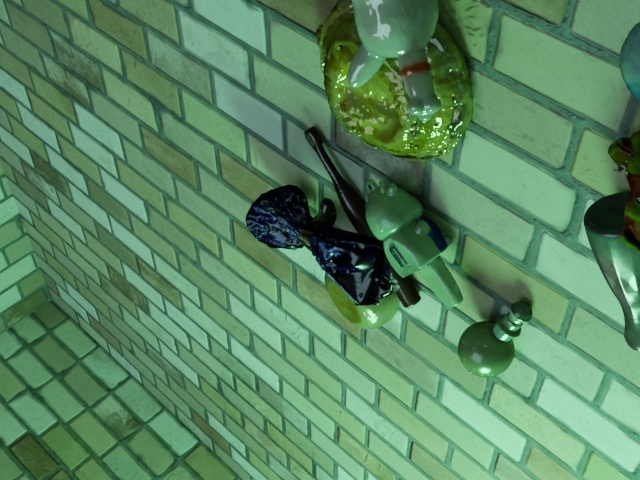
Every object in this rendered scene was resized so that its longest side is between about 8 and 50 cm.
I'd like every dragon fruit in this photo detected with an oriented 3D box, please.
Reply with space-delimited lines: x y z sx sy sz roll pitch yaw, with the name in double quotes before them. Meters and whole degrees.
"dragon fruit" 0.392 -0.050 0.981 0.138 0.142 0.175 30 -155 -37

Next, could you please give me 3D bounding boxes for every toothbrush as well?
"toothbrush" 0.071 -0.038 1.524 0.364 0.041 0.041 58 151 -9

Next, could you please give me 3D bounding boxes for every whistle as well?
"whistle" 0.150 0.001 1.399 0.244 0.092 0.110 53 150 2

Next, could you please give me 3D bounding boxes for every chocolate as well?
"chocolate" 0.005 0.002 1.530 0.343 0.126 0.148 32 111 46

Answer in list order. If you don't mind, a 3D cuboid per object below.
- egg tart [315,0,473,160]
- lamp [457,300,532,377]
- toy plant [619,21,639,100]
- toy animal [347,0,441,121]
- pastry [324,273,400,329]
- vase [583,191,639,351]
"egg tart" 0.089 -0.220 1.237 0.279 0.095 0.278 33 144 29
"lamp" 0.284 0.149 1.392 0.091 0.091 0.163 44 135 15
"toy plant" 0.402 -0.136 0.773 0.247 0.247 0.332 4 119 54
"toy animal" 0.097 -0.297 1.074 0.141 0.138 0.282 8 122 42
"pastry" 0.073 0.094 1.619 0.156 0.092 0.156 45 155 27
"vase" 0.397 0.047 1.110 0.086 0.086 0.214 16 140 47
